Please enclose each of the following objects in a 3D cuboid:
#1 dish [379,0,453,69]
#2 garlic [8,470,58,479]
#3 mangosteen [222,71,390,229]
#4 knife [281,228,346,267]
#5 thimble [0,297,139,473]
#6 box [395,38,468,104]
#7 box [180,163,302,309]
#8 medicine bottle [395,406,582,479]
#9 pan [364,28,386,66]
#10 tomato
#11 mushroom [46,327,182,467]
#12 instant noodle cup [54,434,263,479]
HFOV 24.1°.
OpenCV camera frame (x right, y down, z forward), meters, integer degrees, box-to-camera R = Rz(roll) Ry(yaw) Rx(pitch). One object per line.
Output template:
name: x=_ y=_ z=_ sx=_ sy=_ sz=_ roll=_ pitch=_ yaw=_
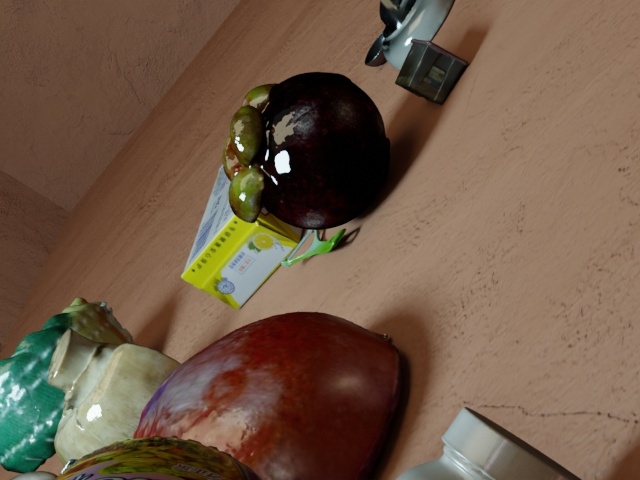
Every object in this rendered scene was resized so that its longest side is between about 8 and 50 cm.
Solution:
dish: x=0.113 y=-0.312 z=2.052 sx=0.141 sy=0.078 sz=0.141 roll=-52 pitch=15 yaw=21
garlic: x=-0.498 y=0.433 z=2.199 sx=0.340 sy=0.231 sz=0.246 roll=-51 pitch=12 yaw=45
mangosteen: x=-0.015 y=-0.109 z=1.814 sx=0.210 sy=0.210 sz=0.210 roll=-52 pitch=16 yaw=21
knife: x=0.002 y=0.002 z=1.873 sx=0.078 sy=0.022 sz=0.166 roll=-58 pitch=15 yaw=-14
thimble: x=-0.412 y=0.225 z=2.341 sx=0.288 sy=0.167 sz=0.254 roll=-42 pitch=1 yaw=-27
box: x=0.132 y=-0.204 z=1.820 sx=0.063 sy=0.060 sz=0.084 roll=-64 pitch=15 yaw=5
box: x=-0.091 y=-0.051 z=2.132 sx=0.168 sy=0.097 sz=0.265 roll=-47 pitch=18 yaw=34
medicine bottle: x=0.069 y=0.240 z=0.965 sx=0.250 sy=0.131 sz=0.131 roll=-58 pitch=15 yaw=0
pan: x=0.100 y=-0.297 z=2.164 sx=0.115 sy=0.023 sz=0.068 roll=-65 pitch=16 yaw=-16
tomato: x=-0.069 y=0.174 z=1.464 sx=0.290 sy=0.176 sz=0.335 roll=-53 pitch=14 yaw=6
mushroom: x=-0.280 y=0.230 z=1.983 sx=0.253 sy=0.195 sz=0.189 roll=-34 pitch=31 yaw=63
instant noodle cup: x=-0.142 y=0.322 z=1.181 sx=0.340 sy=0.340 sz=0.266 roll=-53 pitch=4 yaw=17
